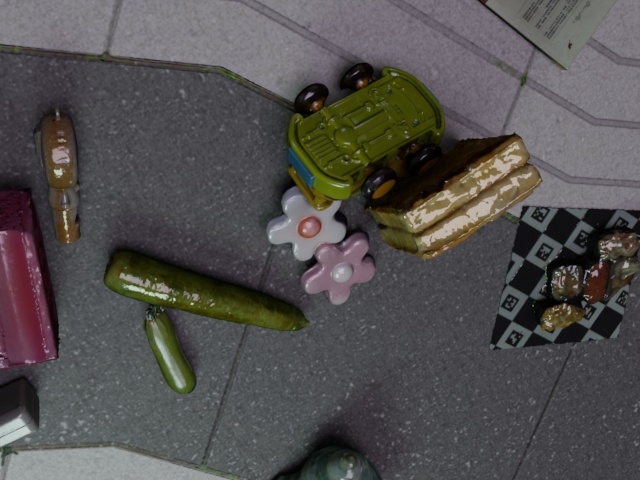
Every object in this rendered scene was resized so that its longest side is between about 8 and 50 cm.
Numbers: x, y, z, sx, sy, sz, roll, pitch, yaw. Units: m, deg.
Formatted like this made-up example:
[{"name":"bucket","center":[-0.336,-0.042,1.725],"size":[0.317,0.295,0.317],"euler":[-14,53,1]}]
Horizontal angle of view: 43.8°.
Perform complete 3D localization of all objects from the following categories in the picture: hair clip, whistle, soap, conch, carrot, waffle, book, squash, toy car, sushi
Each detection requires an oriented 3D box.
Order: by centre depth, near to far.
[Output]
[{"name":"soap","center":[-0.443,0.048,1.138],"size":[0.099,0.162,0.250],"euler":[-9,114,-14]},{"name":"whistle","center":[-0.375,-0.092,1.146],"size":[0.057,0.107,0.220],"euler":[-8,128,-19]},{"name":"waffle","center":[0.189,-0.068,1.205],"size":[0.213,0.308,0.091],"euler":[-34,96,-2]},{"name":"toy car","center":[0.064,-0.146,1.215],"size":[0.248,0.200,0.142],"euler":[-26,160,-19]},{"name":"book","center":[0.358,-0.430,1.274],"size":[0.289,0.026,0.201],"euler":[31,100,-25]},{"name":"carrot","center":[-0.175,0.094,1.294],"size":[0.359,0.074,0.074],"euler":[19,104,-25]},{"name":"squash","center":[-0.252,0.180,1.313],"size":[0.052,0.052,0.183],"euler":[-21,117,-8]},{"name":"hair clip","center":[0.003,0.004,1.316],"size":[0.146,0.075,0.257],"euler":[-36,121,-6]},{"name":"conch","center":[0.016,0.478,1.460],"size":[0.220,0.195,0.277],"euler":[29,129,3]},{"name":"sushi","center":[0.483,0.082,1.500],"size":[0.292,0.059,0.294],"euler":[-1,112,-17]}]

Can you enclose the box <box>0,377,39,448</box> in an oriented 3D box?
[{"name":"box","center":[-0.561,0.305,1.236],"size":[0.244,0.103,0.055],"euler":[-25,120,-6]}]
